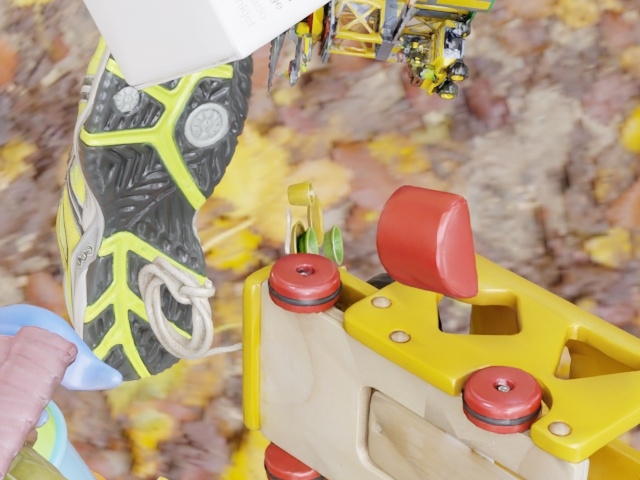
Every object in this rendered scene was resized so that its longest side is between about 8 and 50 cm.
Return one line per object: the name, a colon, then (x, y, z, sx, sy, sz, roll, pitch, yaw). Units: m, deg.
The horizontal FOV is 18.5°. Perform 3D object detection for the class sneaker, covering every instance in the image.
sneaker: (-0.160, -0.073, 1.629, 0.145, 0.147, 0.384, -1, 122, -29)

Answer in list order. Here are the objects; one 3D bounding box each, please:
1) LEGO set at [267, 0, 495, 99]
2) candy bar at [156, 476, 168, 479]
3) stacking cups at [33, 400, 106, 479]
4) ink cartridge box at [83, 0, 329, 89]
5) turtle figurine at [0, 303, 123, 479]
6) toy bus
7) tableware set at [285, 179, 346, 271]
LEGO set: (0.021, -0.276, 1.428, 0.192, 0.255, 0.331, 6, 80, -7)
candy bar: (-0.089, 0.273, 1.767, 0.161, 0.018, 0.040, 38, 46, -3)
stacking cups: (-0.139, 0.120, 0.938, 0.096, 0.096, 0.316, -45, 133, -14)
ink cartridge box: (-0.021, -0.204, 0.933, 0.237, 0.100, 0.172, -37, 107, -34)
turtle figurine: (-0.131, 0.182, 0.636, 0.275, 0.266, 0.198, -41, 126, 8)
toy bus: (0.052, 0.058, 0.753, 0.104, 0.191, 0.202, -25, 86, -37)
tableware set: (0.000, 0.000, 1.730, 0.024, 0.154, 0.104, -6, 60, 14)
